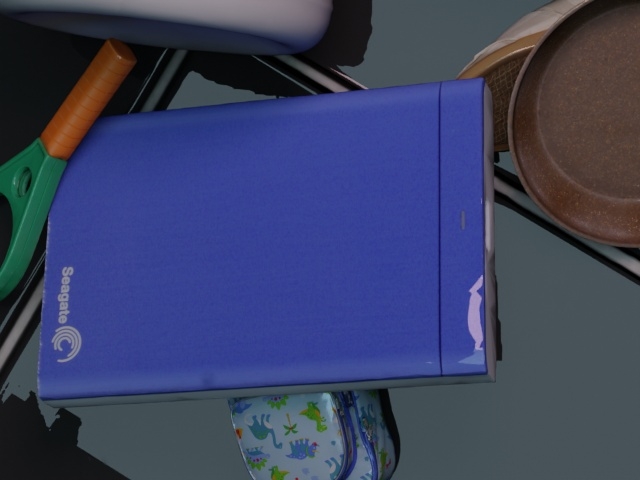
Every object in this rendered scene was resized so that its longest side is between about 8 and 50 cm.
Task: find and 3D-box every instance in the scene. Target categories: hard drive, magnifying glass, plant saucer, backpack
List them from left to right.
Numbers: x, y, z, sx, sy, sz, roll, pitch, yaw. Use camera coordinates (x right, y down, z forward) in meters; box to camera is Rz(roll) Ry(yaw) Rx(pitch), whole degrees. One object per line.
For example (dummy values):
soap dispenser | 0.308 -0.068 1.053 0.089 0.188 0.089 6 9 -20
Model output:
magnifying glass | -0.203 -0.047 1.359 0.231 0.026 0.092 -54 44 21
hard drive | -0.039 0.003 1.320 0.318 0.040 0.210 -5 70 16
backpack | -0.007 0.142 1.346 0.105 0.084 0.114 -17 97 23
plant saucer | 0.226 -0.091 1.321 0.198 0.036 0.199 -1 115 -3

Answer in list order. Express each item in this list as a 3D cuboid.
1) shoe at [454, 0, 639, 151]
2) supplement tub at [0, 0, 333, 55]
shoe | 0.179 -0.134 1.351 0.219 0.058 0.077 -29 113 9
supplement tub | -0.094 -0.304 1.285 0.241 0.241 0.331 7 91 6
